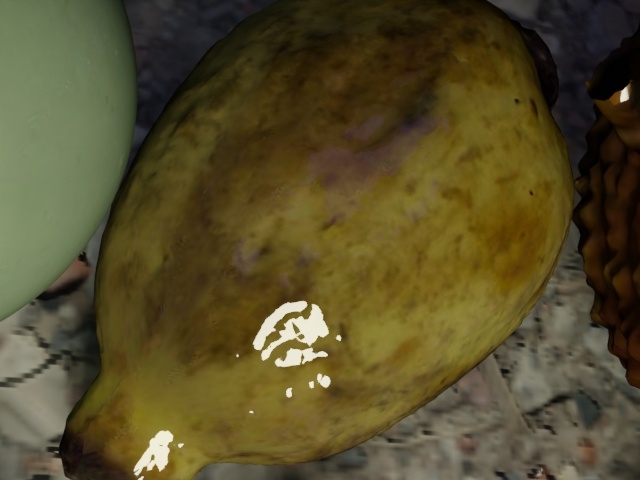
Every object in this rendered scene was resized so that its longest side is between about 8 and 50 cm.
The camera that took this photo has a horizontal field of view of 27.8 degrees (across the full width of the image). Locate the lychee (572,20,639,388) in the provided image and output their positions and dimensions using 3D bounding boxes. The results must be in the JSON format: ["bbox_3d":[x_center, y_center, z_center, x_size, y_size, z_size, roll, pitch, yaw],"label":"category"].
[{"bbox_3d":[0.175,-0.008,0.441,0.238,0.200,0.200,19,53,-29],"label":"lychee"}]

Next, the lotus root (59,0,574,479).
[{"bbox_3d":[0.000,0.000,0.421,0.138,0.138,0.214,35,66,5],"label":"lotus root"}]

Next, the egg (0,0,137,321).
[{"bbox_3d":[-0.128,-0.045,0.373,0.149,0.149,0.192,3,26,-17],"label":"egg"}]
